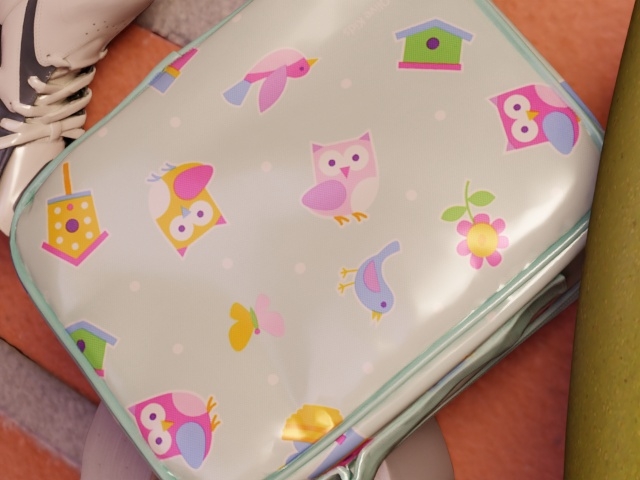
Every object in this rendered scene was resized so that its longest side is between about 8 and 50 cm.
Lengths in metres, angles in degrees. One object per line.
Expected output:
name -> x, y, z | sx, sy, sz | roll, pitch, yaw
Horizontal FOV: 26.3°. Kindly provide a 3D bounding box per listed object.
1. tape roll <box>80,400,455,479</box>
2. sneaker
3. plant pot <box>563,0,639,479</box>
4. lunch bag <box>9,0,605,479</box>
tape roll -> -0.033, 0.153, 0.790 | 0.219, 0.072, 0.219 | 4, 97, 31
sneaker -> -0.167, -0.076, 0.837 | 0.235, 0.094, 0.153 | -21, 85, 31
plant pot -> 0.217, 0.017, 0.540 | 0.275, 0.275, 0.293 | -13, 72, 31
lunch bag -> 0.000, 0.000, 0.684 | 0.279, 0.108, 0.224 | -40, 73, 2
